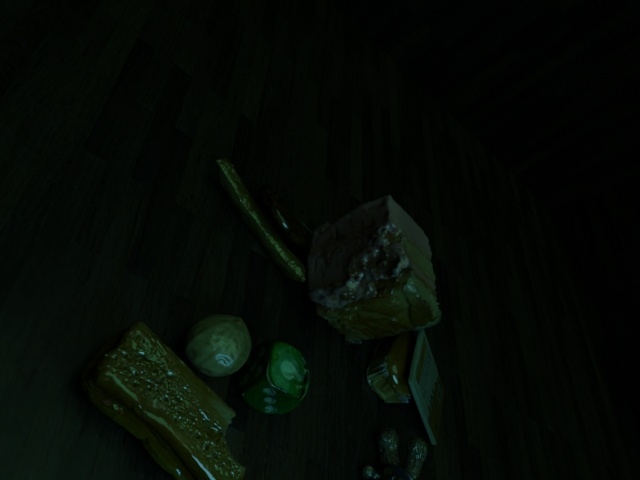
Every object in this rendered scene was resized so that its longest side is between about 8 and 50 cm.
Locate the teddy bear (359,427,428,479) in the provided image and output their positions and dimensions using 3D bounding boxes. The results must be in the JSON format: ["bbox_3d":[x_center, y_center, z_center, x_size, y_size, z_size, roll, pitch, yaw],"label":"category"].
[{"bbox_3d":[0.198,0.610,1.486,0.251,0.182,0.129,-51,141,-55],"label":"teddy bear"}]

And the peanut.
[{"bbox_3d":[-0.223,0.227,1.291,0.140,0.109,0.159,49,37,-11],"label":"peanut"}]

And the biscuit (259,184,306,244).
[{"bbox_3d":[-0.111,-0.075,1.674,0.212,0.036,0.212,54,6,-9],"label":"biscuit"}]

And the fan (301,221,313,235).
[{"bbox_3d":[0.000,0.000,1.836,0.175,0.005,0.113,43,37,-21],"label":"fan"}]

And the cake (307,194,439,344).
[{"bbox_3d":[0.148,0.083,1.633,0.293,0.314,0.306,45,37,-43],"label":"cake"}]

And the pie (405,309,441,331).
[{"bbox_3d":[0.256,0.230,1.789,0.240,0.241,0.054,-15,103,-54],"label":"pie"}]

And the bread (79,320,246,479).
[{"bbox_3d":[-0.284,0.336,1.135,0.380,0.109,0.185,49,31,-12],"label":"bread"}]

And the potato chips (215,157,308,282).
[{"bbox_3d":[-0.170,-0.051,1.614,0.057,0.080,0.407,-39,96,-39],"label":"potato chips"}]

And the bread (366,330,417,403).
[{"bbox_3d":[0.231,0.364,1.735,0.136,0.107,0.241,53,34,-9],"label":"bread"}]

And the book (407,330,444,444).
[{"bbox_3d":[0.322,0.436,1.742,0.208,0.020,0.295,-65,141,-47],"label":"book"}]

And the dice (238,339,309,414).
[{"bbox_3d":[-0.109,0.318,1.349,0.128,0.120,0.131,35,38,-26],"label":"dice"}]
